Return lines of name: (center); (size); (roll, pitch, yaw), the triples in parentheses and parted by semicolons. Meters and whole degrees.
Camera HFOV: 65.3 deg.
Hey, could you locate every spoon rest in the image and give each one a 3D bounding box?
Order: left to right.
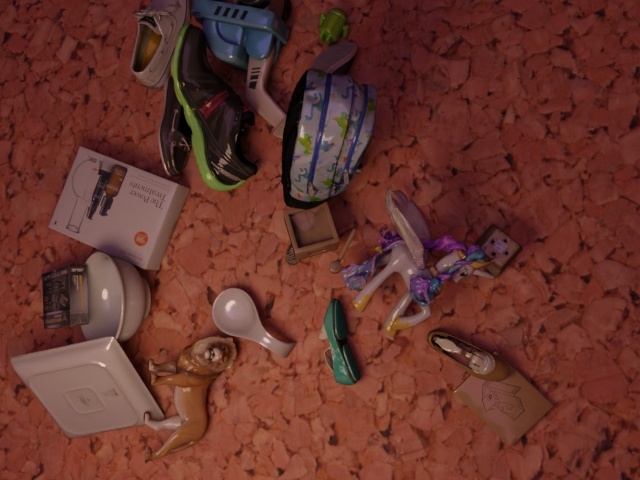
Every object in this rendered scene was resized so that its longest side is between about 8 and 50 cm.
spoon rest: (-0.203, 0.247, 1.476); (0.276, 0.084, 0.137); (33, 91, 12)

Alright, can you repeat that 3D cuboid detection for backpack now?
backpack: (0.010, -0.270, 1.266); (0.273, 0.356, 0.290); (8, 65, 11)

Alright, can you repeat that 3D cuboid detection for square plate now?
square plate: (-0.686, 0.452, 1.471); (0.343, 0.049, 0.347); (-13, 118, 11)

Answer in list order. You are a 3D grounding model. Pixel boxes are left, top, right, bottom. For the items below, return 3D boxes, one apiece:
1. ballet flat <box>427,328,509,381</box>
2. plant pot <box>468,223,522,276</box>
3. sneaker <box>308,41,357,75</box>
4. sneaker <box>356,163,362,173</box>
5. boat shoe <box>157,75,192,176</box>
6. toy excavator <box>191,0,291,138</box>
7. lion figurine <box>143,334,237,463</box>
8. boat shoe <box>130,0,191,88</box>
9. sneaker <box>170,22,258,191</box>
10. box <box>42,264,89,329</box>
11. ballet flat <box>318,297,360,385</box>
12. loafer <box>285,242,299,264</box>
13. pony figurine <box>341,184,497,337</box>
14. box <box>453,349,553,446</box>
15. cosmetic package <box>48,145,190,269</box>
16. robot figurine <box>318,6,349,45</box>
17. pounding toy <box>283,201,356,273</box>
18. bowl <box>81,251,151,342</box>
ballet flat: (0.391, 0.311, 1.340); (0.232, 0.073, 0.080); (23, 86, 21)
plant pot: (0.479, 0.023, 1.356); (0.109, 0.096, 0.109); (42, 94, 12)
sneaker: (0.035, -0.468, 1.502); (0.104, 0.147, 0.296); (14, 55, 31)
sneaker: (0.022, -0.209, 1.492); (0.211, 0.080, 0.081); (4, 106, 13)
boat shoe: (-0.439, -0.369, 1.573); (0.095, 0.112, 0.336); (-4, 80, 15)
toy excavator: (-0.202, -0.564, 1.522); (0.432, 0.222, 0.446); (16, 101, 12)
lion figurine: (-0.384, 0.464, 1.467); (0.240, 0.142, 0.393); (5, 102, -26)
boat shoe: (-0.532, -0.688, 1.601); (0.135, 0.156, 0.367); (18, 88, 12)
sneaker: (-0.304, -0.395, 1.492); (0.202, 0.185, 0.483); (-13, 106, 3)
box: (-0.797, 0.179, 1.559); (0.231, 0.056, 0.183); (-14, 80, 42)
ballet flat: (0.040, 0.293, 1.427); (0.087, 0.083, 0.248); (-19, 79, 23)
loafer: (-0.056, 0.007, 1.487); (0.056, 0.050, 0.148); (28, 87, 7)
pony figurine: (0.233, 0.050, 1.337); (0.363, 0.303, 0.351); (-40, 86, 19)
box: (0.491, 0.426, 1.350); (0.201, 0.021, 0.164); (44, 94, 12)
cosmetic package: (-0.642, -0.104, 1.595); (0.377, 0.097, 0.285); (21, 91, 13)
robot figurine: (0.039, -0.658, 1.530); (0.101, 0.067, 0.115); (29, 90, 12)
pounding toy: (0.011, 0.003, 1.406); (0.181, 0.094, 0.206); (-16, 75, -6)
bowl: (-0.608, 0.179, 1.511); (0.297, 0.134, 0.298); (0, 90, 43)
